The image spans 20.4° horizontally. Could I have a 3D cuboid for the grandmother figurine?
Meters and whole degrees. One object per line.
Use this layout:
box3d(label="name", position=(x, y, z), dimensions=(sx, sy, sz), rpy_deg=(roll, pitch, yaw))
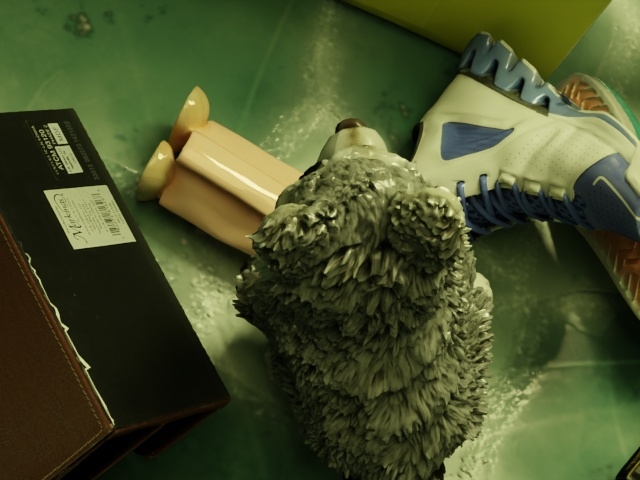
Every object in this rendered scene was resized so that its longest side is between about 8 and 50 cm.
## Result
box3d(label="grandmother figurine", position=(0.000, 0.000, 1.650), dimensions=(0.342, 0.104, 0.208), rpy_deg=(27, 72, 0))

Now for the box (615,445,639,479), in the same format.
box3d(label="box", position=(0.474, 0.185, 1.655), dimensions=(0.257, 0.079, 0.322), rpy_deg=(41, 84, 6))

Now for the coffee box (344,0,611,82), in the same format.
box3d(label="coffee box", position=(0.168, -0.413, 1.739), dimensions=(0.338, 0.337, 0.334), rpy_deg=(24, 64, -5))

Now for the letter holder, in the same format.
box3d(label="letter holder", position=(-0.257, 0.071, 1.534), dimensions=(0.152, 0.214, 0.302), rpy_deg=(-10, 66, -53))

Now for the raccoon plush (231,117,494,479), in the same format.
box3d(label="raccoon plush", position=(0.079, 0.123, 1.444), dimensions=(0.216, 0.299, 0.446), rpy_deg=(-25, 86, -3))

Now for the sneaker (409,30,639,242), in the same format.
box3d(label="sneaker", position=(0.190, -0.053, 1.677), dimensions=(0.182, 0.127, 0.315), rpy_deg=(-46, 46, -2))

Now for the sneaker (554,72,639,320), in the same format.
box3d(label="sneaker", position=(0.322, -0.032, 1.759), dimensions=(0.121, 0.108, 0.302), rpy_deg=(6, 51, -45))
